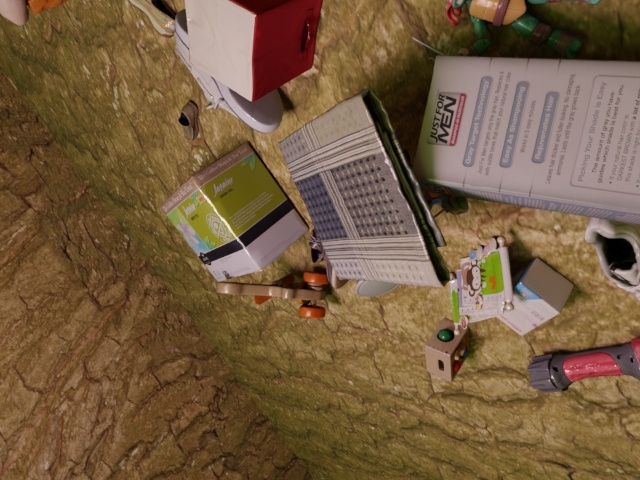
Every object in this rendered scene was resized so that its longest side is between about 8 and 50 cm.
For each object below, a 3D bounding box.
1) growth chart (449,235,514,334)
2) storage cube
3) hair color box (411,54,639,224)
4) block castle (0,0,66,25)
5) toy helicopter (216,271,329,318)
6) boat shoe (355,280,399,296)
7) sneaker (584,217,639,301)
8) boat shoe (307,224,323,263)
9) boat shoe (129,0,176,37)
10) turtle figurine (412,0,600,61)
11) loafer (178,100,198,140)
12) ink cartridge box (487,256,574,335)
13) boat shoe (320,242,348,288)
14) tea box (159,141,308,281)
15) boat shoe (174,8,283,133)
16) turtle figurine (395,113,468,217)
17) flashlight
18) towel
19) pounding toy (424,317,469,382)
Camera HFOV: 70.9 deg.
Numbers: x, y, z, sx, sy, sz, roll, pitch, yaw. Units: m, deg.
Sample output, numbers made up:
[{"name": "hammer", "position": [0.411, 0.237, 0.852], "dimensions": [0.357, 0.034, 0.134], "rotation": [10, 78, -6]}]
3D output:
[{"name": "growth chart", "position": [0.343, 0.099, 0.979], "dimensions": [0.237, 0.021, 0.171], "rotation": [121, 148, -63]}, {"name": "storage cube", "position": [-0.137, -0.430, 0.903], "dimensions": [0.215, 0.193, 0.183], "rotation": [35, 144, 16]}, {"name": "hair color box", "position": [0.333, -0.137, 0.619], "dimensions": [0.375, 0.114, 0.185], "rotation": [13, 92, 24]}, {"name": "block castle", "position": [-0.484, -0.648, 0.839], "dimensions": [0.303, 0.453, 0.213], "rotation": [53, 153, -7]}, {"name": "toy helicopter", "position": [-0.157, 0.156, 1.450], "dimensions": [0.235, 0.356, 0.140], "rotation": [-175, 92, -68]}, {"name": "boat shoe", "position": [0.167, 0.057, 1.163], "dimensions": [0.115, 0.091, 0.302], "rotation": [6, 149, -18]}, {"name": "sneaker", "position": [0.529, 0.054, 0.738], "dimensions": [0.292, 0.118, 0.110], "rotation": [49, 144, -6]}, {"name": "boat shoe", "position": [0.000, 0.000, 1.302], "dimensions": [0.066, 0.066, 0.183], "rotation": [27, 141, 27]}, {"name": "boat shoe", "position": [-0.437, -0.624, 1.160], "dimensions": [0.190, 0.068, 0.072], "rotation": [45, 135, -15]}, {"name": "turtle figurine", "position": [0.258, -0.334, 0.640], "dimensions": [0.235, 0.118, 0.175], "rotation": [17, 153, 15]}, {"name": "loafer", "position": [-0.415, -0.366, 1.397], "dimensions": [0.056, 0.050, 0.148], "rotation": [38, 145, 13]}, {"name": "ink cartridge box", "position": [0.429, 0.122, 0.937], "dimensions": [0.092, 0.090, 0.143], "rotation": [40, 147, 10]}, {"name": "boat shoe", "position": [0.046, 0.010, 1.239], "dimensions": [0.092, 0.103, 0.285], "rotation": [31, 139, 31]}, {"name": "tea box", "position": [-0.275, -0.071, 1.392], "dimensions": [0.323, 0.220, 0.329], "rotation": [55, 146, -10]}, {"name": "boat shoe", "position": [-0.242, -0.383, 1.117], "dimensions": [0.367, 0.136, 0.156], "rotation": [48, 146, 4]}, {"name": "turtle figurine", "position": [0.191, -0.143, 0.800], "dimensions": [0.197, 0.275, 0.266], "rotation": [61, 138, 46]}, {"name": "flashlight", "position": [0.567, 0.258, 0.905], "dimensions": [0.103, 0.103, 0.304], "rotation": [22, 148, -24]}, {"name": "towel", "position": [0.064, -0.065, 0.759], "dimensions": [0.324, 0.056, 0.311], "rotation": [-2, 115, 63]}, {"name": "pounding toy", "position": [0.338, 0.286, 1.166], "dimensions": [0.100, 0.130, 0.141], "rotation": [18, 136, 36]}]
